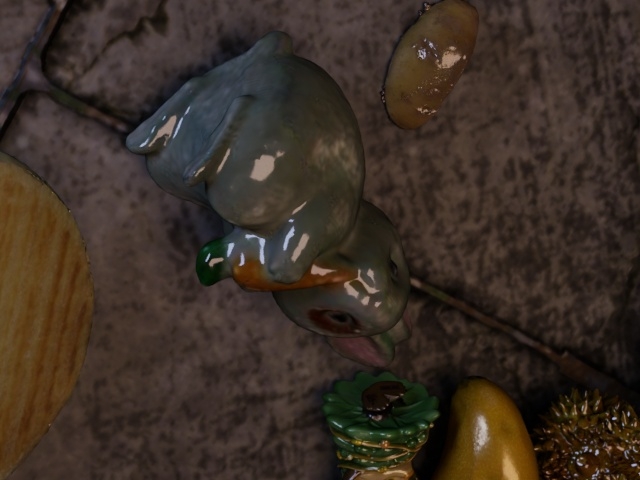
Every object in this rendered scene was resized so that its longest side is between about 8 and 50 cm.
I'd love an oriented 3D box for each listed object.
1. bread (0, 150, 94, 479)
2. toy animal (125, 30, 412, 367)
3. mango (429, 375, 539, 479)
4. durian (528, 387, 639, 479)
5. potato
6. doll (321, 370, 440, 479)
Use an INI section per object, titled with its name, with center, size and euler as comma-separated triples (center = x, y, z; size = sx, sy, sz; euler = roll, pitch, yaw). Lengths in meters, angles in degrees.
[bread]
center = -0.246, 0.059, 1.046
size = 0.267, 0.040, 0.267
euler = -24, 129, -33
[toy animal]
center = 0.003, -0.001, 1.143
size = 0.127, 0.125, 0.251
euler = -31, 124, 18
[mango]
center = 0.105, 0.187, 1.238
size = 0.075, 0.098, 0.190
euler = -5, 115, -37
[durian]
center = 0.216, 0.185, 1.260
size = 0.137, 0.158, 0.168
euler = -28, 135, 30
[potato]
center = 0.071, -0.115, 1.182
size = 0.037, 0.036, 0.093
euler = 26, 93, -30
[doll]
center = 0.030, 0.139, 1.228
size = 0.078, 0.077, 0.113
euler = -35, 151, -43
